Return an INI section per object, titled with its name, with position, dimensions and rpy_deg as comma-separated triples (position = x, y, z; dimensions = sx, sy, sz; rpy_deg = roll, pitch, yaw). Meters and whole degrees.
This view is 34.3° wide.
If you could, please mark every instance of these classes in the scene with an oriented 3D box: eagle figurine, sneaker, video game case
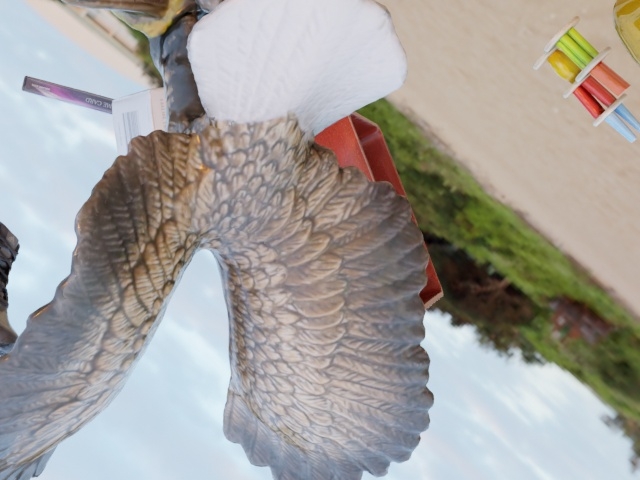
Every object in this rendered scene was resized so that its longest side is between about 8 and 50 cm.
[eagle figurine]
position = -0.059, 0.009, 0.530
dimensions = 0.226, 0.298, 0.225
rpy_deg = 2, 179, 18
[sneaker]
position = -0.482, 0.037, 1.468
dimensions = 0.300, 0.121, 0.111
rpy_deg = 53, 178, 35
[video game case]
position = -0.295, -0.193, 1.524
dimensions = 0.274, 0.026, 0.196
rpy_deg = 15, -177, -15

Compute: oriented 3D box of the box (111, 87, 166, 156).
[box]
position = -0.152, -0.084, 1.187
dimensions = 0.119, 0.181, 0.181
rpy_deg = -9, -173, -23

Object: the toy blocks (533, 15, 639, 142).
[toy blocks]
position = 0.322, -0.179, 1.195
dimensions = 0.148, 0.054, 0.123
rpy_deg = 45, 176, 6

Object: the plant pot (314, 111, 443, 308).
[plant pot]
position = 0.000, 0.000, 1.403
dimensions = 0.267, 0.236, 0.267
rpy_deg = -5, -106, -77

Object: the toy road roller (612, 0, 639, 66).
[toy road roller]
position = 0.364, -0.153, 0.718
dimensions = 0.329, 0.241, 0.202
rpy_deg = 54, -132, -13
